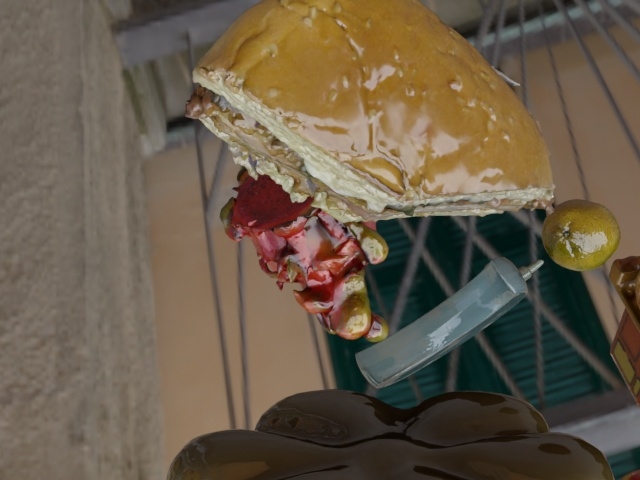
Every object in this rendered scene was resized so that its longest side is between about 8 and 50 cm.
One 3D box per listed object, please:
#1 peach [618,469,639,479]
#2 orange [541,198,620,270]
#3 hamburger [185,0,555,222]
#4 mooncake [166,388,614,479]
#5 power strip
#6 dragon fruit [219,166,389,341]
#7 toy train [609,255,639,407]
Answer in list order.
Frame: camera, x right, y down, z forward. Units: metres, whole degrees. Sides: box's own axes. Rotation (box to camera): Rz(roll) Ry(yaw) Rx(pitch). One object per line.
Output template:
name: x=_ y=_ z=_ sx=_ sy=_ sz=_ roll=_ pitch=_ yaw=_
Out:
peach: x=0.459 y=0.356 z=1.899 sx=0.083 sy=0.050 sz=0.077 roll=-11 pitch=-178 yaw=-33
orange: x=0.292 y=-0.006 z=1.489 sx=0.085 sy=0.085 sz=0.095 roll=-43 pitch=160 yaw=27
hamburger: x=0.040 y=-0.100 z=1.033 sx=0.282 sy=0.155 sz=0.245 roll=-18 pitch=96 yaw=-22
mooncake: x=0.071 y=0.323 z=1.345 sx=0.467 sy=0.467 sz=0.262 roll=-3 pitch=101 yaw=-8
power strip: x=0.165 y=0.094 z=1.619 sx=0.253 sy=0.054 sz=0.167 roll=-36 pitch=169 yaw=10
dragon fruit: x=0.000 y=0.000 z=1.169 sx=0.133 sy=0.207 sz=0.150 roll=-32 pitch=172 yaw=24
toy train: x=0.476 y=0.146 z=1.628 sx=0.163 sy=0.369 sz=0.231 roll=-8 pitch=137 yaw=-14
